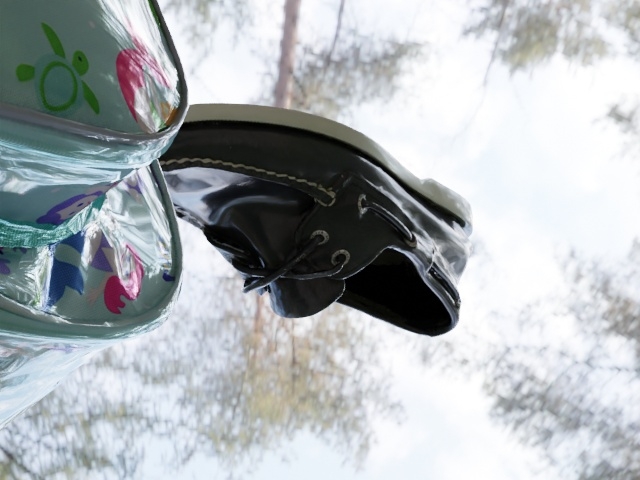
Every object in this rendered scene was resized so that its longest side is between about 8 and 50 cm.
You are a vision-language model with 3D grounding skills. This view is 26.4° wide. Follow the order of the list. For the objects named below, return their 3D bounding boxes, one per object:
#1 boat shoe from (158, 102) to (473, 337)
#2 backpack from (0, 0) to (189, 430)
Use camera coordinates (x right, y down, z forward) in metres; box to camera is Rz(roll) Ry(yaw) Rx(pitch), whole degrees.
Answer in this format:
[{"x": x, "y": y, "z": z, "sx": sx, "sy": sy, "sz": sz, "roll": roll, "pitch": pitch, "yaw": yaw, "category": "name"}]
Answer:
[{"x": -0.003, "y": 0.001, "z": 0.923, "sx": 0.127, "sy": 0.340, "sz": 0.113, "roll": -11, "pitch": -109, "yaw": 30, "category": "boat shoe"}, {"x": -0.153, "y": -0.050, "z": 0.430, "sx": 0.191, "sy": 0.253, "sz": 0.225, "roll": -33, "pitch": -120, "yaw": 18, "category": "backpack"}]
